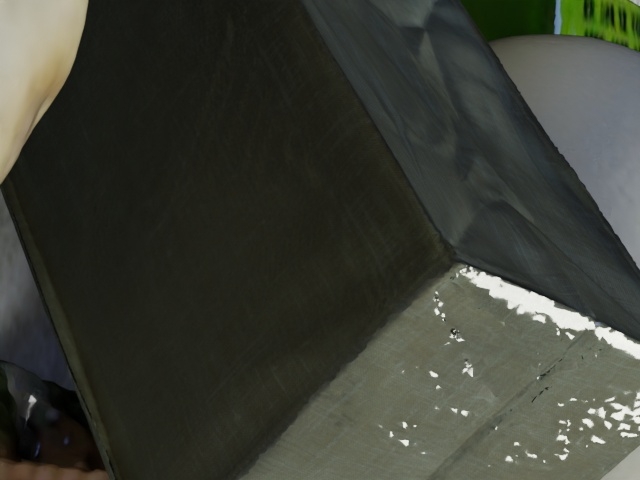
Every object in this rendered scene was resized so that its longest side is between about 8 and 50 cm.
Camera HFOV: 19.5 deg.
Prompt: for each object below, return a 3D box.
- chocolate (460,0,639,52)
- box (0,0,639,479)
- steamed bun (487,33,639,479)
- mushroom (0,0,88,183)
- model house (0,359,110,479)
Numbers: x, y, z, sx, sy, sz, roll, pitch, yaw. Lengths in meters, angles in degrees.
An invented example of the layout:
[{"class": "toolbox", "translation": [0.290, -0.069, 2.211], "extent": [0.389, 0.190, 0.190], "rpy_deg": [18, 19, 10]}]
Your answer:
[{"class": "chocolate", "translation": [0.129, -0.014, 1.187], "extent": [0.301, 0.137, 0.288], "rpy_deg": [4, 90, -66]}, {"class": "box", "translation": [0.000, 0.000, 0.674], "extent": [0.155, 0.149, 0.231], "rpy_deg": [24, 28, -41]}, {"class": "steamed bun", "translation": [0.132, 0.059, 0.865], "extent": [0.324, 0.206, 0.324], "rpy_deg": [33, 45, -41]}, {"class": "mushroom", "translation": [-0.144, -0.126, 0.349], "extent": [0.325, 0.353, 0.353], "rpy_deg": [118, -9, -62]}, {"class": "model house", "translation": [-0.063, 0.138, 0.715], "extent": [0.183, 0.172, 0.166], "rpy_deg": [44, 55, -61]}]
